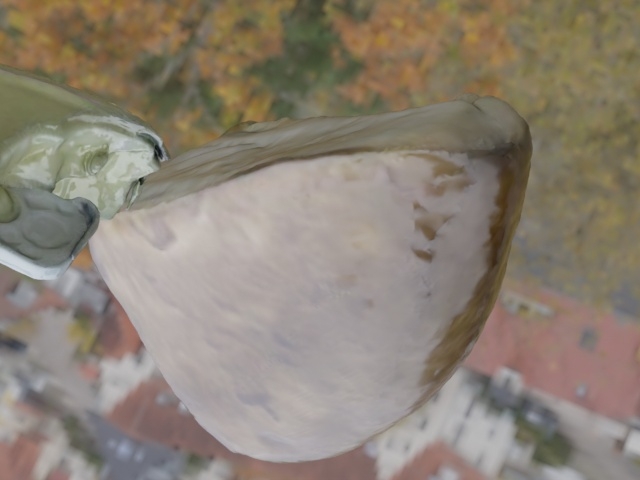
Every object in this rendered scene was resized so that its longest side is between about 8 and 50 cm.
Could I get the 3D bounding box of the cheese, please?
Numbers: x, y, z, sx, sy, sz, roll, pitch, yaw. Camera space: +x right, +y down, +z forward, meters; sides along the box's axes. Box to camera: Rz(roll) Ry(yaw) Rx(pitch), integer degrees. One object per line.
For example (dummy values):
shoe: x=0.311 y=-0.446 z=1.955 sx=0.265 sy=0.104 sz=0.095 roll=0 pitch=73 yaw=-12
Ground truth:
cheese: x=-0.180 y=-0.047 z=0.679 sx=0.235 sy=0.127 sz=0.050 roll=28 pitch=131 yaw=3

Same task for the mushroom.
mushroom: x=0.027 y=0.035 z=1.607 sx=0.397 sy=0.224 sz=0.314 roll=-13 pitch=105 yaw=50
